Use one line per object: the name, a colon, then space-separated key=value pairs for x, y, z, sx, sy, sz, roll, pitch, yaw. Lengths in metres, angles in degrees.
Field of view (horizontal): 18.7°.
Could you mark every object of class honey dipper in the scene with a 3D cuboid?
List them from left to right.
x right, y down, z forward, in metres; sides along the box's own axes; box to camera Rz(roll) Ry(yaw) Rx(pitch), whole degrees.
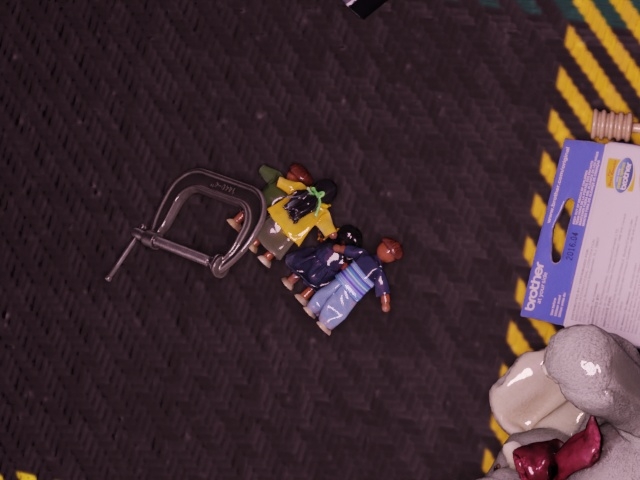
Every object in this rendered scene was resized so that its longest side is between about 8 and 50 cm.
honey dipper: x=0.337 y=-0.102 z=1.834 sx=0.161 sy=0.030 sz=0.030 roll=7 pitch=88 yaw=7

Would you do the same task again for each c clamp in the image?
c clamp: x=-0.124 y=-0.005 z=1.893 sx=0.161 sy=0.022 sz=0.137 roll=12 pitch=71 yaw=41

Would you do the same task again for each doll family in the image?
doll family: x=0.000 y=0.000 z=1.874 sx=0.111 sy=0.076 sz=0.193 roll=-42 pitch=84 yaw=2

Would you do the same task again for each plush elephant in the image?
plush elephant: x=0.223 y=0.224 z=1.729 sx=0.255 sy=0.330 sz=0.271 roll=-13 pitch=80 yaw=38

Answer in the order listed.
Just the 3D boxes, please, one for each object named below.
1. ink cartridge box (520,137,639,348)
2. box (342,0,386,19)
ink cartridge box: x=0.340 y=0.016 z=1.763 sx=0.311 sy=0.065 sz=0.185 roll=12 pitch=88 yaw=39
box: x=0.047 y=-0.326 z=1.872 sx=0.156 sy=0.093 sz=0.158 roll=-38 pitch=81 yaw=7
